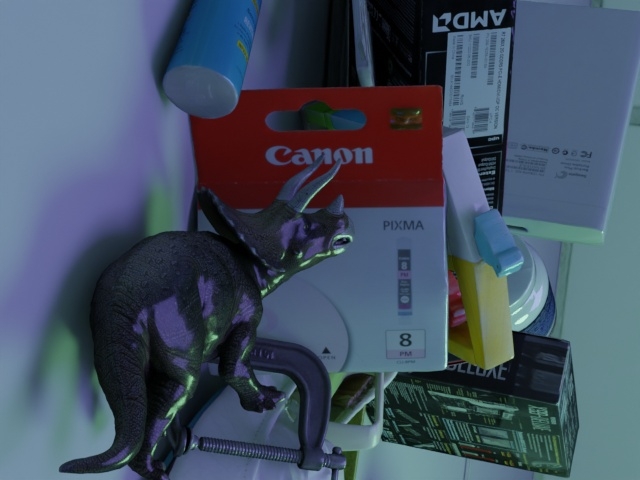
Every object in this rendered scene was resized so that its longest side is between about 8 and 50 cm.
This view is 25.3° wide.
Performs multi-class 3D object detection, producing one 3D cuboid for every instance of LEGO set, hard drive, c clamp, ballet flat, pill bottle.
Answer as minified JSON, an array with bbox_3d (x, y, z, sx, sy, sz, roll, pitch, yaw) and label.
[{"bbox_3d":[0.013,-0.245,1.165,0.182,0.060,0.244,64,23,-77],"label":"LEGO set"},{"bbox_3d":[0.287,-0.164,1.874,0.047,0.233,0.353,71,32,-56],"label":"hard drive"},{"bbox_3d":[-0.049,0.135,1.047,0.022,0.160,0.137,151,-48,-63],"label":"c clamp"},{"bbox_3d":[-0.024,0.160,1.166,0.400,0.139,0.139,-53,148,-58],"label":"ballet flat"},{"bbox_3d":[0.254,0.077,2.038,0.265,0.153,0.153,53,48,-69],"label":"pill bottle"}]

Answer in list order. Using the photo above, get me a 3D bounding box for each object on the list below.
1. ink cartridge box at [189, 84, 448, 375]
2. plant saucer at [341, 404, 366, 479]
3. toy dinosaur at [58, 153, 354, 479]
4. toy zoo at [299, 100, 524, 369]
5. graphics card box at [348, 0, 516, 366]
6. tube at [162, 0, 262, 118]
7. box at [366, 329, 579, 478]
[{"bbox_3d":[0.000,0.000,1.053,0.066,0.189,0.232,-87,174,-48],"label":"ink cartridge box"},{"bbox_3d":[-0.008,0.239,1.413,0.188,0.045,0.188,-8,107,-73],"label":"plant saucer"},{"bbox_3d":[-0.099,0.054,0.926,0.313,0.121,0.160,-28,117,-52],"label":"toy dinosaur"},{"bbox_3d":[0.075,-0.009,1.167,0.293,0.030,0.192,26,-47,62],"label":"toy zoo"},{"bbox_3d":[0.093,-0.095,1.326,0.233,0.094,0.371,-116,-158,-59],"label":"graphics card box"},{"bbox_3d":[-0.062,-0.180,1.012,0.080,0.052,0.207,95,6,-55],"label":"tube"},{"bbox_3d":[0.169,0.179,1.639,0.307,0.242,0.077,63,39,-63],"label":"box"}]
